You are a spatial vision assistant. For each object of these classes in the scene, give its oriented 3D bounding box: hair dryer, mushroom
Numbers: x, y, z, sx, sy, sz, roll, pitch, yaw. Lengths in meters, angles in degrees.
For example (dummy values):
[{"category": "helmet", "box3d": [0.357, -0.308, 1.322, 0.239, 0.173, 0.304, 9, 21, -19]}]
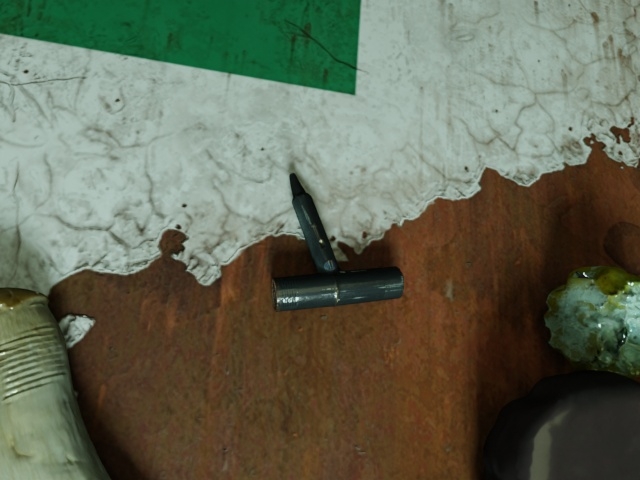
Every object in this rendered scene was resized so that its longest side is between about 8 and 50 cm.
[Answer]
[{"category": "hair dryer", "box3d": [0.013, -0.006, 0.685, 0.173, 0.050, 0.195, -2, 69, -15]}, {"category": "mushroom", "box3d": [-0.291, 0.205, 0.532, 0.123, 0.095, 0.351, -26, 80, -35]}]

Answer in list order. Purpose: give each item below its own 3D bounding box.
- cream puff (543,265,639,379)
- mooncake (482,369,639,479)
[{"category": "cream puff", "box3d": [0.390, 0.108, 0.678, 0.156, 0.121, 0.156, -1, 96, -8]}, {"category": "mooncake", "box3d": [0.328, 0.295, 0.591, 0.283, 0.141, 0.283, 2, 77, -8]}]
